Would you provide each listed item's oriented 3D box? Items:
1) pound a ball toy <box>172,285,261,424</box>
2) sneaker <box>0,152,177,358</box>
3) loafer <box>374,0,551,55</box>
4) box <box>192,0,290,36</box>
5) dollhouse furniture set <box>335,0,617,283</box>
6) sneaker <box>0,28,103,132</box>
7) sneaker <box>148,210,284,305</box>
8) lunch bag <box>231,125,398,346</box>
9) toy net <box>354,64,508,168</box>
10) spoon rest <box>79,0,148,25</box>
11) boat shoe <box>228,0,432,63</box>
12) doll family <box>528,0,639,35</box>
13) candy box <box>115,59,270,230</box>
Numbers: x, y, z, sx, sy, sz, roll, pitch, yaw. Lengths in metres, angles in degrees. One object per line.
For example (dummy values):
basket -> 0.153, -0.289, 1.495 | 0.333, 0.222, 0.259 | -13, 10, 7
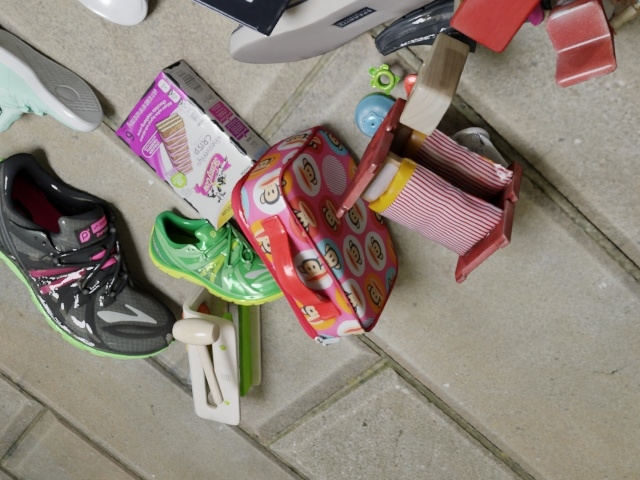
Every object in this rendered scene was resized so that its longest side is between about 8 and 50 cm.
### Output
pound a ball toy -> -0.212, 0.215, 1.156 | 0.136, 0.208, 0.319 | 11, 125, 14
sneaker -> -0.453, 0.039, 1.150 | 0.483, 0.185, 0.202 | 46, 129, -12
loafer -> 0.177, -0.274, 0.777 | 0.223, 0.076, 0.078 | -14, 107, 24
box -> -0.112, -0.363, 0.721 | 0.153, 0.207, 0.108 | 18, 129, -29
dollhouse furniture set -> 0.188, -0.134, 0.714 | 0.201, 0.152, 0.374 | 27, 142, -4
sneaker -> -0.487, -0.229, 1.044 | 0.256, 0.094, 0.151 | 37, 121, 7
sneaker -> -0.175, 0.026, 1.082 | 0.295, 0.109, 0.123 | 15, 129, 11
lunch bag -> 0.000, 0.000, 0.906 | 0.120, 0.258, 0.293 | -18, 113, 29
toy net -> 0.164, -0.166, 0.875 | 0.232, 0.045, 0.122 | 24, 124, 3
spoon rest -> -0.291, -0.394, 0.828 | 0.137, 0.084, 0.276 | 26, 150, -10
boat shoe -> 0.006, -0.347, 0.788 | 0.340, 0.127, 0.158 | -8, 87, 39
doll family -> 0.338, -0.324, 0.643 | 0.163, 0.118, 0.263 | -2, 124, -8
candy box -> -0.197, -0.151, 1.001 | 0.233, 0.071, 0.159 | 44, 125, -10
